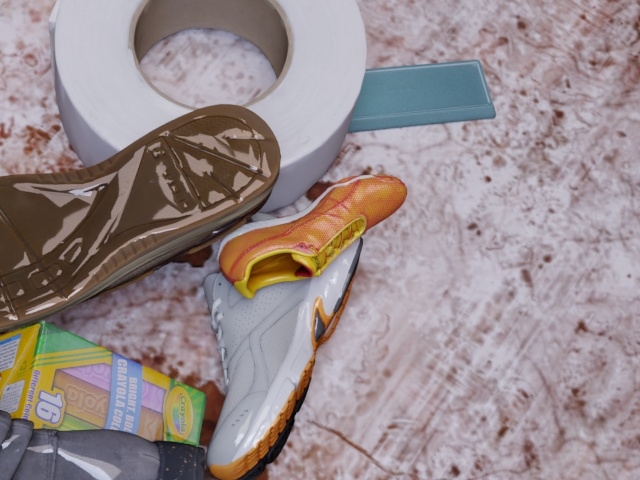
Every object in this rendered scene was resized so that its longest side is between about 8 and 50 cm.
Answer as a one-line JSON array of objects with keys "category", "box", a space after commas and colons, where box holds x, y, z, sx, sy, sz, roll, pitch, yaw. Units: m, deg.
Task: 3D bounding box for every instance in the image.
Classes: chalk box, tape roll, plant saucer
[{"category": "chalk box", "box": [-0.180, 0.170, 1.213, 0.213, 0.132, 0.132, 29, 57, -35]}, {"category": "tape roll", "box": [-0.104, -0.161, 1.415, 0.286, 0.100, 0.286, 3, 67, -6]}, {"category": "plant saucer", "box": [0.077, -0.143, 1.504, 0.192, 0.018, 0.067, -6, 67, -16]}]

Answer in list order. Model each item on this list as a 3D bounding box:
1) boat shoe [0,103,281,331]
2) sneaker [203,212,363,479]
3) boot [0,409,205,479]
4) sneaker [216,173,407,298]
[{"category": "boat shoe", "box": [-0.192, 0.000, 1.251, 0.342, 0.123, 0.123, -26, 74, -10]}, {"category": "sneaker", "box": [-0.059, 0.088, 1.330, 0.121, 0.099, 0.262, 21, 55, 6]}, {"category": "boot", "box": [-0.237, 0.228, 1.079, 0.223, 0.338, 0.118, 17, 33, -18]}, {"category": "sneaker", "box": [0.000, 0.000, 1.305, 0.175, 0.064, 0.067, -28, 52, -9]}]
